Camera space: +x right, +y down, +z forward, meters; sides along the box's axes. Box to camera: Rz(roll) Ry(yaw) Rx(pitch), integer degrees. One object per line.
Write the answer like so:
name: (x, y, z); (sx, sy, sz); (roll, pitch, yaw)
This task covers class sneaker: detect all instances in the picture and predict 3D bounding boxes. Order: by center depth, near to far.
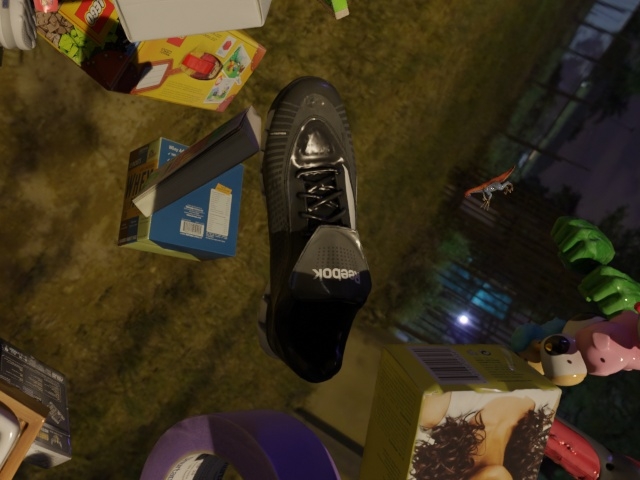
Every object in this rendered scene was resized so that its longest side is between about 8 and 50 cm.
sneaker: (0.000, 0.000, 0.444); (0.106, 0.078, 0.234); (-142, -127, -64)
sneaker: (-0.445, -0.375, 0.794); (0.105, 0.116, 0.281); (112, -31, -58)

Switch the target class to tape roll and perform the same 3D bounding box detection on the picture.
tape roll: (-0.074, 0.247, 0.529); (0.080, 0.189, 0.188); (16, 108, -52)

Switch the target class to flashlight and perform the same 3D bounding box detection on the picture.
flashlight: (0.318, 0.278, 0.778); (0.103, 0.304, 0.103); (-54, 172, -22)

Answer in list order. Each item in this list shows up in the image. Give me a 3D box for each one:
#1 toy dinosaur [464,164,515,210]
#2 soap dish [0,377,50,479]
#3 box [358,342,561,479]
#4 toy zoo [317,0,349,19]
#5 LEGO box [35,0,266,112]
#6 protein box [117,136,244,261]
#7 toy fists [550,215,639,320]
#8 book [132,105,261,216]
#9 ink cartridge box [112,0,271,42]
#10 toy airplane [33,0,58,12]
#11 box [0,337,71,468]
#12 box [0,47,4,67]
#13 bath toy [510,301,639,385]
toy dinosaur: (0.311, -0.101, 1.124); (0.047, 0.082, 0.090); (-135, -128, -82)
soap dish: (-0.525, 0.251, 0.791); (0.228, 0.291, 0.118); (-60, 176, 0)
box: (0.063, 0.177, 0.353); (0.058, 0.088, 0.232); (-135, -130, -65)
toy zoo: (-0.028, -0.581, 1.119); (0.030, 0.192, 0.293); (-26, 133, -4)
LEGO box: (-0.369, -0.452, 1.185); (0.193, 0.373, 0.500); (-52, 176, 13)
protein box: (-0.283, -0.075, 1.236); (0.136, 0.200, 0.201); (-10, -108, 47)
toy fists: (0.605, 0.063, 1.321); (0.142, 0.279, 0.096); (17, 133, -45)
book: (-0.131, -0.089, 0.662); (0.144, 0.035, 0.096); (-31, -156, 14)
ink cartridge box: (-0.110, -0.260, 0.566); (0.175, 0.128, 0.072); (-85, 168, -48)
toy airplane: (-0.320, -0.364, 0.750); (0.151, 0.151, 0.028); (-59, -161, 10)
box: (-0.548, 0.297, 1.100); (0.056, 0.183, 0.231); (-22, 146, 2)
box: (-0.545, -0.323, 0.955); (0.083, 0.052, 0.062); (92, -13, -52)
bath toy: (0.459, 0.163, 0.976); (0.151, 0.129, 0.348); (-54, -174, -21)
